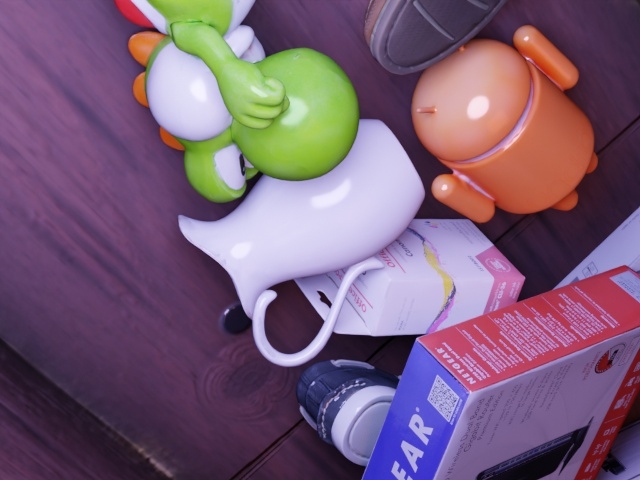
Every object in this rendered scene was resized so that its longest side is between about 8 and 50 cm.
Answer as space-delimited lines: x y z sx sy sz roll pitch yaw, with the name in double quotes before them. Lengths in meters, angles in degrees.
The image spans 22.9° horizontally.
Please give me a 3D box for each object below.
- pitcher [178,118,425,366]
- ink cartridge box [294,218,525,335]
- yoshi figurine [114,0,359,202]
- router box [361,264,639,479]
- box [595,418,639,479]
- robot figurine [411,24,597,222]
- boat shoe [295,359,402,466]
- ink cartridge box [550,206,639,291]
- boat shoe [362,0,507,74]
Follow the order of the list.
"pitcher" 0.000 0.000 1.441 0.207 0.125 0.177 -32 100 -4
"ink cartridge box" 0.082 0.033 1.530 0.198 0.115 0.067 -1 122 -30
"yoshi figurine" -0.057 -0.185 1.267 0.203 0.203 0.362 -27 132 -21
"router box" 0.183 0.207 1.605 0.301 0.082 0.335 -17 138 -37
"box" 0.378 0.311 1.897 0.290 0.087 0.169 -24 128 -16
"robot figurine" 0.172 -0.109 1.487 0.158 0.128 0.219 -35 135 22
"boat shoe" 0.082 0.193 1.649 0.114 0.091 0.302 -51 144 -1
"ink cartridge box" 0.398 0.047 1.715 0.239 0.060 0.275 24 120 -36
"boat shoe" 0.128 -0.288 1.366 0.111 0.104 0.307 28 102 -48
